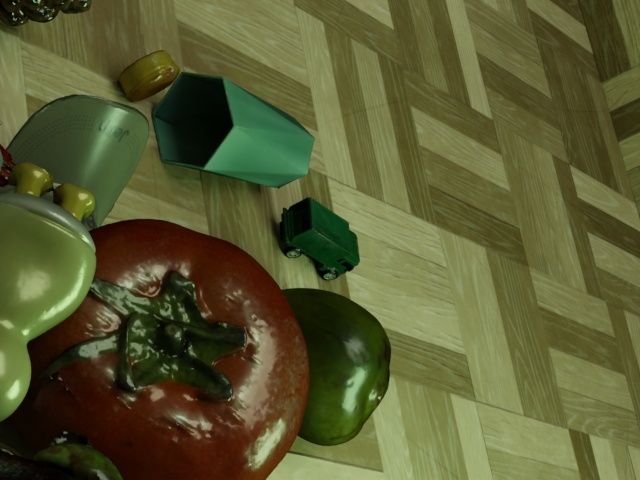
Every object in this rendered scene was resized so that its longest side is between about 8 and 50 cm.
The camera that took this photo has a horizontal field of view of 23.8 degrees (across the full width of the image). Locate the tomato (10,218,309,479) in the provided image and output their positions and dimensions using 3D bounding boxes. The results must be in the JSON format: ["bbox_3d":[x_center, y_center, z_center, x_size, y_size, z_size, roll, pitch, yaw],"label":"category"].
[{"bbox_3d":[-0.188,0.155,1.683,0.341,0.273,0.341,9,61,-16],"label":"tomato"}]

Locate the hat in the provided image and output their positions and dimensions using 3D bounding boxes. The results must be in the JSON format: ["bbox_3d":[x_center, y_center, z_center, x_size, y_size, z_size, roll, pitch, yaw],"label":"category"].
[{"bbox_3d":[-0.282,-0.034,1.762,0.214,0.245,0.149,13,37,-52],"label":"hat"}]

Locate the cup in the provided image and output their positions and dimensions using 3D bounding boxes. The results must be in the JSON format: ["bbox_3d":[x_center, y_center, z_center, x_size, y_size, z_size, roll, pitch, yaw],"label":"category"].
[{"bbox_3d":[-0.115,-0.144,2.177,0.134,0.148,0.235,50,17,31],"label":"cup"}]

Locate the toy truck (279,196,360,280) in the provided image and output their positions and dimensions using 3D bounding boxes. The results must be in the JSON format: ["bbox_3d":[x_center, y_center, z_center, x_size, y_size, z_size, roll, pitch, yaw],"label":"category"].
[{"bbox_3d":[0.000,0.000,2.291,0.147,0.079,0.065,34,41,-45],"label":"toy truck"}]

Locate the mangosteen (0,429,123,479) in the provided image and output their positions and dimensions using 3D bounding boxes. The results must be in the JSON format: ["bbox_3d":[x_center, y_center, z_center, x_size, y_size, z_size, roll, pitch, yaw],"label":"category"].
[{"bbox_3d":[-0.295,0.324,1.376,0.306,0.306,0.359,54,16,-18],"label":"mangosteen"}]

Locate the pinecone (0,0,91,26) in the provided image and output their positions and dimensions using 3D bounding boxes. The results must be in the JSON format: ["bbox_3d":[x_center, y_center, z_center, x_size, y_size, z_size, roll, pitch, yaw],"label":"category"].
[{"bbox_3d":[-0.372,-0.399,1.850,0.257,0.243,0.243,49,27,14],"label":"pinecone"}]

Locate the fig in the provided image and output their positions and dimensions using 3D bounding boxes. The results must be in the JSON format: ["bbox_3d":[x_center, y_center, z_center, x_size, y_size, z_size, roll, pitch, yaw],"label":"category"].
[{"bbox_3d":[-0.013,0.162,2.073,0.225,0.203,0.203,28,28,13],"label":"fig"}]

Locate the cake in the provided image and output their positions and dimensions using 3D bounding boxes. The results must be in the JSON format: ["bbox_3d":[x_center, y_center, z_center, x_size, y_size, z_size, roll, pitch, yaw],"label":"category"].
[{"bbox_3d":[-0.235,-0.225,2.084,0.044,0.084,0.084,61,30,2],"label":"cake"}]

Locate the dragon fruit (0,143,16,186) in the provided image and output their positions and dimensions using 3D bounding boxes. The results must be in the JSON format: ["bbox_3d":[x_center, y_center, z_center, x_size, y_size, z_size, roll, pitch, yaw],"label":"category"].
[{"bbox_3d":[-0.411,-0.104,1.654,0.127,0.161,0.121,55,31,-38],"label":"dragon fruit"}]

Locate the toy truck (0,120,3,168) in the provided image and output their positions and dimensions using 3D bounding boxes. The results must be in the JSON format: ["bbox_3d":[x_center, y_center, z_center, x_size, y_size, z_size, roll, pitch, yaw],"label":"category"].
[{"bbox_3d":[-0.401,-0.070,1.440,0.162,0.136,0.305,53,11,-10],"label":"toy truck"}]

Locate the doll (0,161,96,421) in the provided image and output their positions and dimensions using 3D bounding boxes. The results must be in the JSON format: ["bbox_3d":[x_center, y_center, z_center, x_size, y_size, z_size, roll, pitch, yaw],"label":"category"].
[{"bbox_3d":[-0.312,0.063,1.486,0.141,0.117,0.296,31,68,-21],"label":"doll"}]
